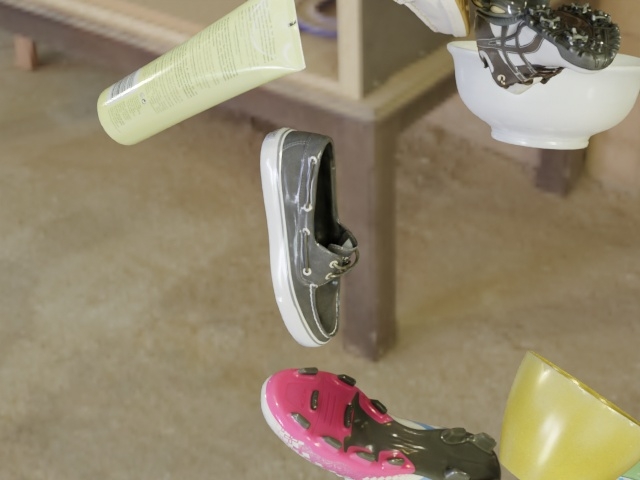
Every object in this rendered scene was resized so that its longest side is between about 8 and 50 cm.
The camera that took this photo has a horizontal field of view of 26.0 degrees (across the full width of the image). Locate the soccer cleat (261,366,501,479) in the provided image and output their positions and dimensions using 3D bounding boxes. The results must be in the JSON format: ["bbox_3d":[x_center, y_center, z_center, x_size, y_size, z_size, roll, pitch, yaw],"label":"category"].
[{"bbox_3d":[0.054,0.251,1.596,0.331,0.143,0.116,24,47,-25],"label":"soccer cleat"}]

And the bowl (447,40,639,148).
[{"bbox_3d":[0.325,-0.209,2.012,0.298,0.134,0.298,5,12,-1],"label":"bowl"}]

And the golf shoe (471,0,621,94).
[{"bbox_3d":[0.197,-0.166,1.215,0.077,0.093,0.198,-5,25,-18],"label":"golf shoe"}]

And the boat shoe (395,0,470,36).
[{"bbox_3d":[0.053,-0.258,1.167,0.096,0.277,0.098,-15,59,18],"label":"boat shoe"}]

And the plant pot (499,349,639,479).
[{"bbox_3d":[0.209,0.170,1.190,0.134,0.095,0.134,33,3,-2],"label":"plant pot"}]

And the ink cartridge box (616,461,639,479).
[{"bbox_3d":[0.383,0.254,1.516,0.062,0.109,0.209,8,51,38],"label":"ink cartridge box"}]

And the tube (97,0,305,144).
[{"bbox_3d":[-0.107,-0.155,1.280,0.240,0.070,0.062,-23,20,37],"label":"tube"}]

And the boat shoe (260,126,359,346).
[{"bbox_3d":[0.000,0.000,1.344,0.076,0.228,0.080,2,20,28],"label":"boat shoe"}]
